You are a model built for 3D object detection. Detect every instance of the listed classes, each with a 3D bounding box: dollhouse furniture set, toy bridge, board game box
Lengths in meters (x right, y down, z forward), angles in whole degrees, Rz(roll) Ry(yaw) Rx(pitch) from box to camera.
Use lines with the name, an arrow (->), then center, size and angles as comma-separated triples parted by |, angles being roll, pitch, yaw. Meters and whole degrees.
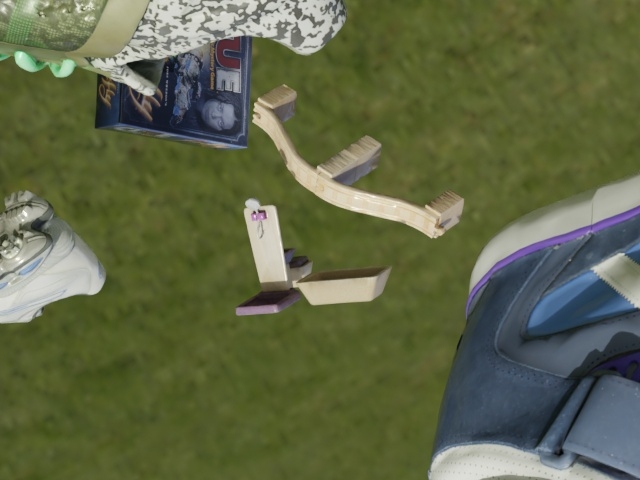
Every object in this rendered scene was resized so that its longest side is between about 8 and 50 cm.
dollhouse furniture set -> 0.000, 0.000, 1.436 | 0.114, 0.081, 0.091 | -5, -168, 28
toy bridge -> 0.020, -0.053, 1.475 | 0.063, 0.188, 0.026 | -33, 146, -38
board game box -> -0.138, -0.219, 1.937 | 0.165, 0.243, 0.042 | 8, 172, -44

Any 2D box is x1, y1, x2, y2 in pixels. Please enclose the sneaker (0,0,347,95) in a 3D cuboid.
sneaker -> -0.165, -0.139, 1.138 | 0.410, 0.158, 0.182 | -3, 136, 29

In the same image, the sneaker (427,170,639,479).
sneaker -> 0.184, 0.064, 0.825 | 0.323, 0.236, 0.130 | -24, 130, 34

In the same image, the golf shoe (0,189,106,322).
golf shoe -> -0.209, 0.034, 1.199 | 0.176, 0.069, 0.086 | -17, 142, 33
